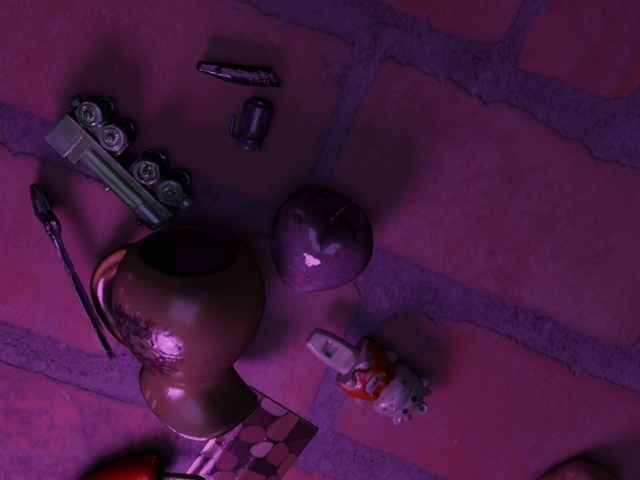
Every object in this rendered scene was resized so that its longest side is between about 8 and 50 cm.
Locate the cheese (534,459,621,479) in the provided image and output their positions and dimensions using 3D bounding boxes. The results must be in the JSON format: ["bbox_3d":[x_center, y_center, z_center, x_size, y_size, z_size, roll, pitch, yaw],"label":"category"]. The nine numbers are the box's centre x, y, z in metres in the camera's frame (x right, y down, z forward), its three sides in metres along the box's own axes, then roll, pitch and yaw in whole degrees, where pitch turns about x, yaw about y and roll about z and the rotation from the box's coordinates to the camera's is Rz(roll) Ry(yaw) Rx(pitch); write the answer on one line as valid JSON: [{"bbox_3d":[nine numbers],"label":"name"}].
[{"bbox_3d":[0.447,0.497,1.346,0.235,0.218,0.117,-41,107,-10],"label":"cheese"}]

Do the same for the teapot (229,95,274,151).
[{"bbox_3d":[-0.113,-0.188,1.226,0.063,0.049,0.083,18,107,-4],"label":"teapot"}]

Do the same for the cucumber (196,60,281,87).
[{"bbox_3d":[-0.129,-0.263,1.212,0.134,0.033,0.034,4,101,-2],"label":"cucumber"}]

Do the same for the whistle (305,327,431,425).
[{"bbox_3d":[0.087,0.231,1.328,0.253,0.106,0.102,35,64,-8],"label":"whistle"}]

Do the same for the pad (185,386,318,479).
[{"bbox_3d":[-0.132,0.398,1.431,0.158,0.003,0.235,33,105,-9],"label":"pad"}]

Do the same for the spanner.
[{"bbox_3d":[-0.416,0.057,1.284,0.026,0.093,0.325,-25,104,-22],"label":"spanner"}]

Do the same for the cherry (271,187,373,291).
[{"bbox_3d":[0.003,0.003,1.239,0.176,0.140,0.176,9,128,12],"label":"cherry"}]

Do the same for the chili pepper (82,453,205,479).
[{"bbox_3d":[-0.398,0.488,1.433,0.368,0.092,0.137,-33,123,17],"label":"chili pepper"}]

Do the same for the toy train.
[{"bbox_3d":[-0.320,-0.124,1.238,0.119,0.085,0.251,-41,100,18],"label":"toy train"}]

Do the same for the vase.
[{"bbox_3d":[-0.248,0.128,1.260,0.329,0.241,0.302,19,123,24],"label":"vase"}]
